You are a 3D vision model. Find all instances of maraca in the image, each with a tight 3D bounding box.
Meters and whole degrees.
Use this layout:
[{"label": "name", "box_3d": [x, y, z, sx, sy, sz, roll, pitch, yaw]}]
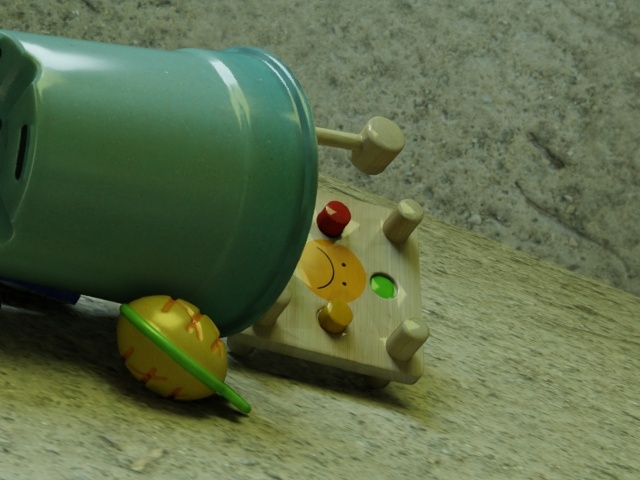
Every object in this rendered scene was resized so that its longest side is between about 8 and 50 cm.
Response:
[{"label": "maraca", "box_3d": [-0.144, 0.126, 1.889, 0.185, 0.099, 0.127, 43, -2, -32]}]

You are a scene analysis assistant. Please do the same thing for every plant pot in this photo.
[{"label": "plant pot", "box_3d": [-0.235, -0.077, 1.941, 0.334, 0.341, 0.341, 10, 15, -40]}]

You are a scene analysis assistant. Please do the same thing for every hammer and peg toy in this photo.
[{"label": "hammer and peg toy", "box_3d": [0.000, 0.000, 2.213, 0.266, 0.127, 0.361, 14, 50, -20]}]

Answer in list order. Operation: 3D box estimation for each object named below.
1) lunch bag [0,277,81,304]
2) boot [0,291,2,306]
[{"label": "lunch bag", "box_3d": [-0.352, 0.013, 2.096, 0.129, 0.096, 0.151, 18, 25, -26]}, {"label": "boot", "box_3d": [-0.467, 0.037, 1.850, 0.161, 0.083, 0.246, 23, 4, 43]}]
